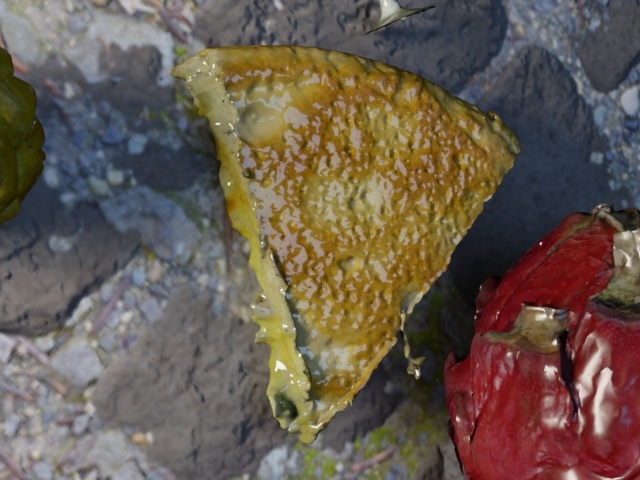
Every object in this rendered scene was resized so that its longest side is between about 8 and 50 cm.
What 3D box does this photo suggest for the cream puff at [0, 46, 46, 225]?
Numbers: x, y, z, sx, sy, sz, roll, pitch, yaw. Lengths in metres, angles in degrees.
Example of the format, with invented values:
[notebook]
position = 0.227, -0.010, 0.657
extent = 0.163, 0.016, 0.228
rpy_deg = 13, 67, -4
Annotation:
[cream puff]
position = -0.228, -0.072, 0.670
extent = 0.146, 0.146, 0.116
rpy_deg = 49, 27, -18

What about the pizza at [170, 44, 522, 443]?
[pizza]
position = 0.000, 0.000, 0.819
extent = 0.280, 0.075, 0.288
rpy_deg = 19, 80, -23

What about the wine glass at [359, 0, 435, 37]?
[wine glass]
position = 0.023, -0.257, 0.849
extent = 0.066, 0.066, 0.198
rpy_deg = -27, 100, -28

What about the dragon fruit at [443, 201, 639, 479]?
[dragon fruit]
position = 0.245, 0.136, 0.819
extent = 0.329, 0.329, 0.329
rpy_deg = 2, 86, -30
